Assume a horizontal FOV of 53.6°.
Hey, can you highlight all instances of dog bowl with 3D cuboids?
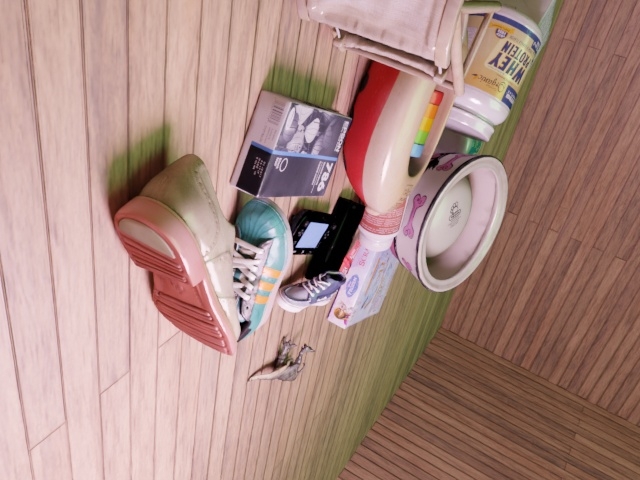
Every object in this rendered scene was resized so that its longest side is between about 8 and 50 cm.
[{"bbox_3d":[0.353,-0.066,1.795,0.408,0.150,0.408,-26,130,-35],"label":"dog bowl"}]

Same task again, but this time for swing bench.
[{"bbox_3d":[0.120,-0.364,0.985,0.254,0.253,0.165,-3,117,-68],"label":"swing bench"}]

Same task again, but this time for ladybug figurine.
[{"bbox_3d":[0.169,-0.271,1.361,0.305,0.161,0.450,-10,123,-67],"label":"ladybug figurine"}]

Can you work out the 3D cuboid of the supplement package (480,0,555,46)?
[{"bbox_3d":[0.561,-0.638,1.854,0.149,0.194,0.203,-58,159,-16],"label":"supplement package"}]

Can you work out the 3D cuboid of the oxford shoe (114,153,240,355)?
[{"bbox_3d":[-0.167,0.043,0.940,0.147,0.140,0.397,-59,162,-30],"label":"oxford shoe"}]

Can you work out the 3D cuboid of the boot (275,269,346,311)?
[{"bbox_3d":[-0.020,0.105,1.426,0.086,0.069,0.190,-48,158,25],"label":"boot"}]

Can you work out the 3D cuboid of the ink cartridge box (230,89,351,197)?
[{"bbox_3d":[-0.030,-0.163,1.140,0.332,0.065,0.165,-14,127,-66],"label":"ink cartridge box"}]

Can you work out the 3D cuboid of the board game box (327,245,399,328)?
[{"bbox_3d":[0.160,0.089,1.924,0.318,0.065,0.319,-5,118,-67],"label":"board game box"}]

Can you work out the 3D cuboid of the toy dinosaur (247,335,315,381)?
[{"bbox_3d":[-0.084,0.308,1.592,0.118,0.064,0.268,-58,157,3],"label":"toy dinosaur"}]

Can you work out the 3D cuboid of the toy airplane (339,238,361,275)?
[{"bbox_3d":[0.063,0.052,1.688,0.151,0.028,0.151,-52,156,-34],"label":"toy airplane"}]

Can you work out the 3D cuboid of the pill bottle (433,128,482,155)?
[{"bbox_3d":[0.418,-0.314,1.967,0.264,0.146,0.146,-19,132,-64],"label":"pill bottle"}]

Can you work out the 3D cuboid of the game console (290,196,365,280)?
[{"bbox_3d":[0.000,0.000,1.444,0.213,0.044,0.361,-67,160,7],"label":"game console"}]

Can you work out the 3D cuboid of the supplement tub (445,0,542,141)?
[{"bbox_3d":[0.431,-0.449,1.708,0.316,0.228,0.228,-66,160,5],"label":"supplement tub"}]

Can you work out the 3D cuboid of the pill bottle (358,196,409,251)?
[{"bbox_3d":[0.158,-0.080,1.629,0.121,0.121,0.216,-45,154,-43],"label":"pill bottle"}]

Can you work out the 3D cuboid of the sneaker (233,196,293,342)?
[{"bbox_3d":[-0.130,0.070,1.102,0.121,0.108,0.302,-46,155,-51],"label":"sneaker"}]
